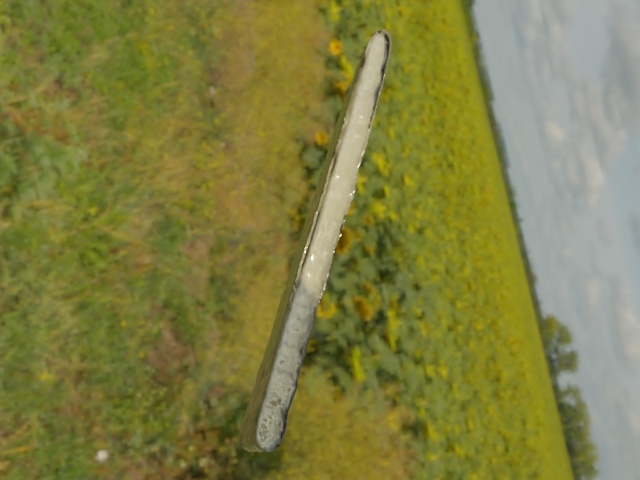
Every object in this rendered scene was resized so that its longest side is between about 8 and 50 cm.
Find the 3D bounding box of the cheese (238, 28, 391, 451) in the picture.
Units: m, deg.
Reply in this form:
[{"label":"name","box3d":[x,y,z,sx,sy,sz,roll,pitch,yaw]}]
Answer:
[{"label":"cheese","box3d":[-0.003,-0.001,1.077,0.085,0.034,0.400,149,-40,-75]}]
